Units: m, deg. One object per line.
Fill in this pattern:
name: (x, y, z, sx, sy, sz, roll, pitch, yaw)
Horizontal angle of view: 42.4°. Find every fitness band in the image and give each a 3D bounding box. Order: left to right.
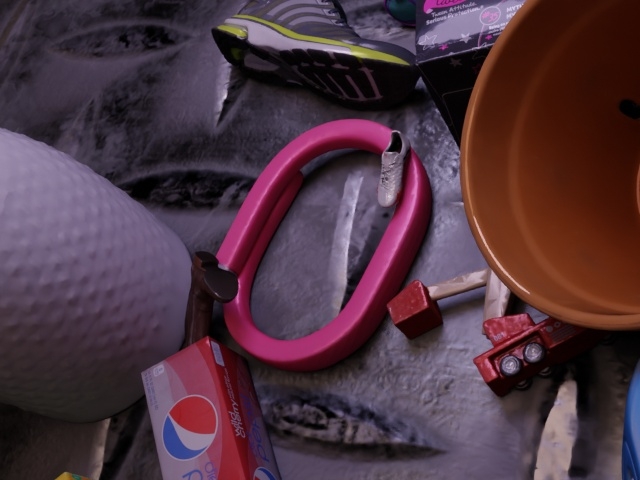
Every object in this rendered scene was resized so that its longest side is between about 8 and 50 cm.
fitness band: (0.000, 0.000, 0.901, 0.209, 0.054, 0.290, 19, 77, 34)

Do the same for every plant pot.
plant pot: (0.286, -0.067, 0.646, 0.291, 0.204, 0.290, -16, 69, 50)

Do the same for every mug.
mug: (-0.381, 0.050, 0.908, 0.374, 0.328, 0.276, -31, 54, 11)

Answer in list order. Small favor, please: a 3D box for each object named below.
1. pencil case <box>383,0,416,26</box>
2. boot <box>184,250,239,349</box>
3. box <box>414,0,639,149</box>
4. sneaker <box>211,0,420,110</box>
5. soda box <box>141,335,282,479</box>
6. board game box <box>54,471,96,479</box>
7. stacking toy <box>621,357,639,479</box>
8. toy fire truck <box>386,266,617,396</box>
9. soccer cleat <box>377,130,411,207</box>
pencil case: (0.134, -0.335, 0.993, 0.065, 0.070, 0.151, 15, 72, 34)
boot: (-0.122, 0.083, 0.893, 0.106, 0.037, 0.114, -130, 49, -58)
box: (0.236, -0.204, 0.812, 0.247, 0.163, 0.142, -9, 58, 24)
sneaker: (0.001, -0.250, 1.001, 0.300, 0.111, 0.121, 25, 74, 33)
soda box: (-0.097, 0.233, 0.812, 0.092, 0.083, 0.263, -30, 54, 12)
board game box: (-0.315, 0.335, 0.850, 0.259, 0.124, 0.039, -36, 54, 7)
stacking toy: (0.372, 0.168, 0.568, 0.302, 0.165, 0.175, -9, 49, 11)
toy fire truck: (0.172, 0.068, 0.775, 0.192, 0.047, 0.135, -31, 53, 10)
soccer cleat: (0.073, -0.074, 0.852, 0.029, 0.035, 0.083, 8, 69, 28)
